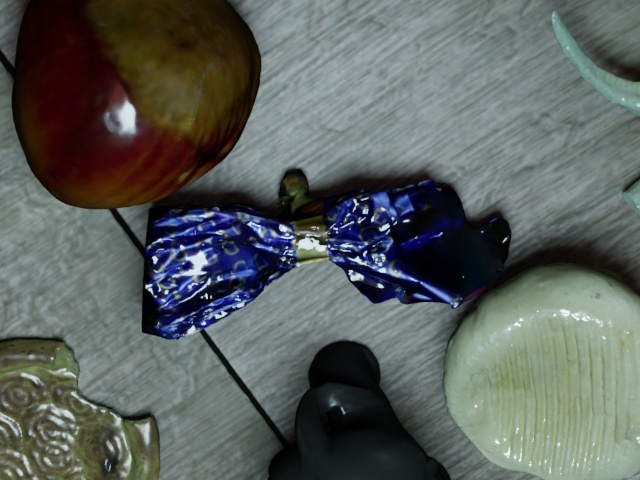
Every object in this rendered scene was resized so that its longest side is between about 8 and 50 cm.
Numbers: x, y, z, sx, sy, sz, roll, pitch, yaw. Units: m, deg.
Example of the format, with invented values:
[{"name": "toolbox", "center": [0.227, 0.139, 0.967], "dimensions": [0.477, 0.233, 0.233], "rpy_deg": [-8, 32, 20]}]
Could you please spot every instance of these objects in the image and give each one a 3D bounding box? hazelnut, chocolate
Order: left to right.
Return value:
[{"name": "hazelnut", "center": [-0.168, -0.131, 1.378], "dimensions": [0.229, 0.229, 0.229], "rpy_deg": [-1, 103, -3]}, {"name": "chocolate", "center": [0.004, 0.001, 1.468], "dimensions": [0.343, 0.126, 0.148], "rpy_deg": [-7, 62, -5]}]

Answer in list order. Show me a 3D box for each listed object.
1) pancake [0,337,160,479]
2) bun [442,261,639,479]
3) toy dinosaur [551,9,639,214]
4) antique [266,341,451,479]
[{"name": "pancake", "center": [-0.263, 0.202, 1.540], "dimensions": [0.235, 0.029, 0.212], "rpy_deg": [34, 100, -9]}, {"name": "bun", "center": [0.220, 0.111, 1.493], "dimensions": [0.231, 0.133, 0.231], "rpy_deg": [7, 124, 10]}, {"name": "toy dinosaur", "center": [0.347, -0.084, 1.476], "dimensions": [0.393, 0.092, 0.205], "rpy_deg": [40, 98, -10]}, {"name": "antique", "center": [0.049, 0.277, 1.464], "dimensions": [0.185, 0.255, 0.322], "rpy_deg": [-27, 106, 1]}]
